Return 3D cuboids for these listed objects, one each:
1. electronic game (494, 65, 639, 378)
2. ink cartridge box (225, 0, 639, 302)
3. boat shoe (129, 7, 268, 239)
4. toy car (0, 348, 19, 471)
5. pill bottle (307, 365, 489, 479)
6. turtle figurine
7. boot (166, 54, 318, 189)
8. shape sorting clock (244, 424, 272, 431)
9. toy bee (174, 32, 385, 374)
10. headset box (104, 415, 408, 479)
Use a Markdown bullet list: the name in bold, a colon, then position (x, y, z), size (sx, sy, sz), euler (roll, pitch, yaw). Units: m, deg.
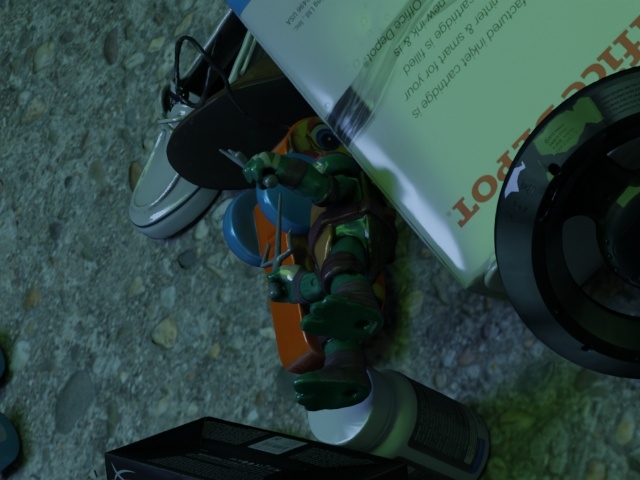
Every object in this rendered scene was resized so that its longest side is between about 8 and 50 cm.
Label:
- **electronic game**: position (0.230, -0.010, 1.093), size (0.229, 0.229, 0.048), euler (-46, 19, 16)
- **ink cartridge box**: position (0.128, -0.182, 1.245), size (0.285, 0.166, 0.395), euler (-46, 62, 17)
- **boat shoe**: position (-0.115, -0.125, 1.581), size (0.267, 0.088, 0.096), euler (-51, 43, 10)
- **toy car**: position (-0.470, 0.186, 1.647), size (0.219, 0.238, 0.210), euler (-39, 47, 22)
- **pill bottle**: position (0.059, 0.142, 1.232), size (0.078, 0.137, 0.078), euler (-22, 54, 35)
- **turtle figurine**: position (0.000, 0.000, 1.196), size (0.118, 0.175, 0.234), euler (-14, 45, 3)
- **boot**: position (-0.009, -0.148, 1.499), size (0.305, 0.112, 0.115), euler (-29, 34, 22)
- **shape sorting clock**: position (-0.078, 0.258, 1.375), size (0.206, 0.040, 0.206), euler (-20, 55, 31)
- **toy bee**: position (0.004, -0.044, 1.391), size (0.195, 0.162, 0.298), euler (-3, 98, 60)
- **headset box**: position (-0.037, 0.295, 1.188), size (0.218, 0.110, 0.293), euler (7, 106, 45)
